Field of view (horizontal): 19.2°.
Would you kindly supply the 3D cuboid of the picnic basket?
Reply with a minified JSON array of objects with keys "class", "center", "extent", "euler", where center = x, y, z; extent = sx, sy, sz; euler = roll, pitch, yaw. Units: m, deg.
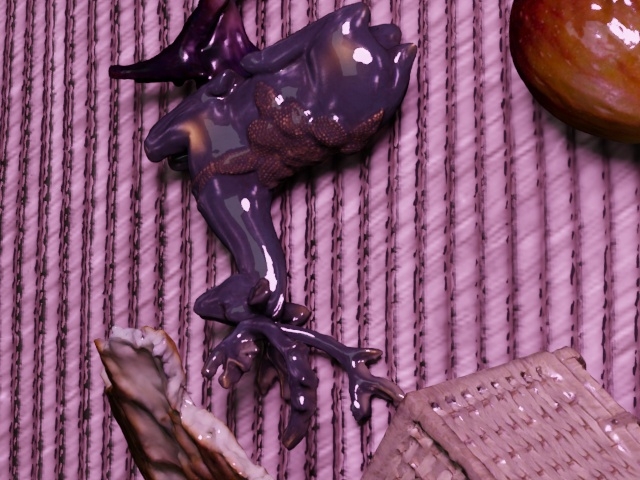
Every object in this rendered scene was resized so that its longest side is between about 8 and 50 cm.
[{"class":"picnic basket","center":[0.132,0.171,0.979],"extent":[0.196,0.154,0.134],"euler":[47,129,30]}]

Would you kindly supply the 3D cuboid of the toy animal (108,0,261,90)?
[{"class":"toy animal","center":[-0.092,-0.246,1.245],"extent":[0.195,0.090,0.324],"euler":[-31,67,24]}]

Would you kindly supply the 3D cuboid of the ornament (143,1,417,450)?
[{"class":"ornament","center":[0.000,0.000,1.147],"extent":[0.202,0.080,0.236],"euler":[-28,64,28]}]

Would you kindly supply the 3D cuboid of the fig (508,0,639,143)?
[{"class":"fig","center":[0.174,-0.102,1.041],"extent":[0.155,0.103,0.109],"euler":[41,129,34]}]

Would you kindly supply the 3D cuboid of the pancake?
[{"class":"pancake","center":[0.014,0.219,0.989],"extent":[0.067,0.305,0.427],"euler":[-29,57,-19]}]
